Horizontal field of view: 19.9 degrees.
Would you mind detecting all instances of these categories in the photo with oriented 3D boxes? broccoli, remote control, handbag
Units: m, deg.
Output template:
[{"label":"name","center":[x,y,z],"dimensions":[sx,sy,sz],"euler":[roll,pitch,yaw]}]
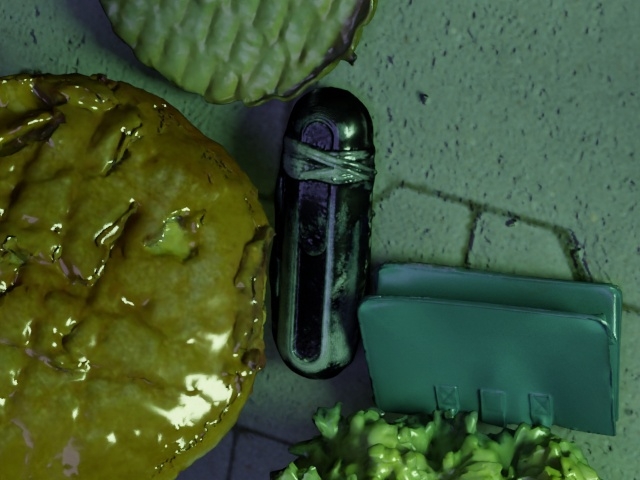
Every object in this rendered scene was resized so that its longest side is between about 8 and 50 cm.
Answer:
[{"label":"broccoli","center":[0.104,0.312,1.536],"dimensions":[0.348,0.281,0.293],"euler":[10,119,11]},{"label":"remote control","center":[0.000,0.000,1.577],"dimensions":[0.090,0.066,0.266],"euler":[5,113,5]},{"label":"handbag","center":[0.146,0.098,1.563],"dimensions":[0.221,0.057,0.144],"euler":[5,124,16]}]

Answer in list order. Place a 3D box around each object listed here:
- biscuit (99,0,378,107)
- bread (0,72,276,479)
[{"label":"biscuit","center":[-0.077,-0.204,1.546],"dimensions":[0.273,0.036,0.187],"euler":[10,113,17]},{"label":"bread","center":[-0.227,0.059,1.527],"dimensions":[0.398,0.398,0.215],"euler":[40,162,3]}]
